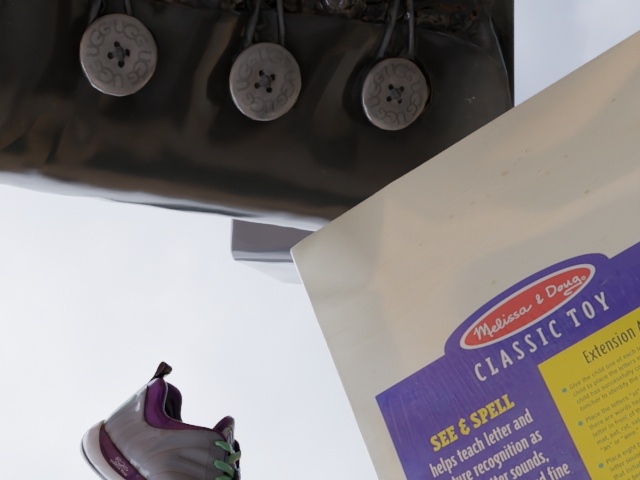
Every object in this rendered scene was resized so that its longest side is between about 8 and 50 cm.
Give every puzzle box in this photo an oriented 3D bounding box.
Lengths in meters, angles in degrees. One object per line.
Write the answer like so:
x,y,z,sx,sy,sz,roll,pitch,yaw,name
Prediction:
0.199,0.003,0.667,0.052,0.409,0.272,47,-164,-46,puzzle box

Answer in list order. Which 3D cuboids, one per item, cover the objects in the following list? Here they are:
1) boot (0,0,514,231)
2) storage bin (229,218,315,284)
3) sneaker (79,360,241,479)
-0.111,-0.032,0.876,0.445,0.367,0.146,2,-165,-35,boot
0.000,0.000,1.099,0.135,0.091,0.098,28,-118,-68,storage bin
-0.076,0.187,1.212,0.223,0.098,0.083,42,180,21,sneaker
